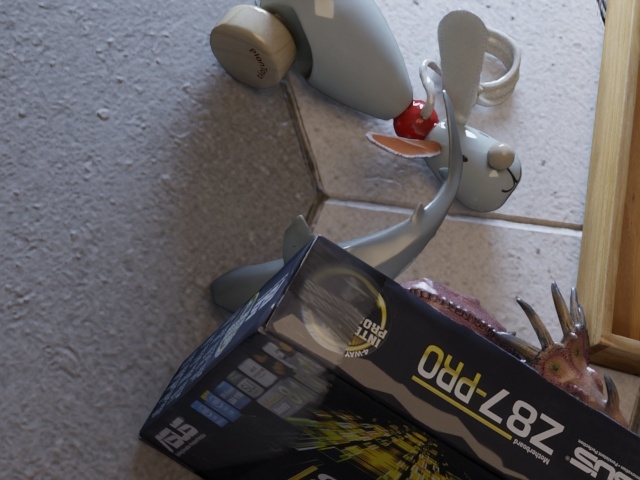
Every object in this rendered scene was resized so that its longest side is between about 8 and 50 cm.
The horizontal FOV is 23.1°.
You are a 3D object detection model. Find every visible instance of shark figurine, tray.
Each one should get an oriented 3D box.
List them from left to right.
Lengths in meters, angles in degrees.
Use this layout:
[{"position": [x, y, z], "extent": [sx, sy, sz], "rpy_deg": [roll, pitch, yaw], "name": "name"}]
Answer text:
[{"position": [0.025, -0.003, 1.360], "extent": [0.278, 0.166, 0.116], "rpy_deg": [-32, 128, 5], "name": "shark figurine"}, {"position": [0.379, -0.057, 1.608], "extent": [0.203, 0.076, 0.410], "rpy_deg": [15, 70, -14], "name": "tray"}]

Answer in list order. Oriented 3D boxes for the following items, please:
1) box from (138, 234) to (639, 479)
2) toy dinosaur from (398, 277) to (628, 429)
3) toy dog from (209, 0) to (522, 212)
[{"position": [0.048, 0.166, 1.248], "extent": [0.318, 0.395, 0.097], "rpy_deg": [35, 64, -7], "name": "box"}, {"position": [0.128, 0.090, 1.406], "extent": [0.296, 0.200, 0.127], "rpy_deg": [20, 68, -11], "name": "toy dinosaur"}, {"position": [0.068, -0.174, 1.488], "extent": [0.334, 0.161, 0.220], "rpy_deg": [20, 69, -12], "name": "toy dog"}]
